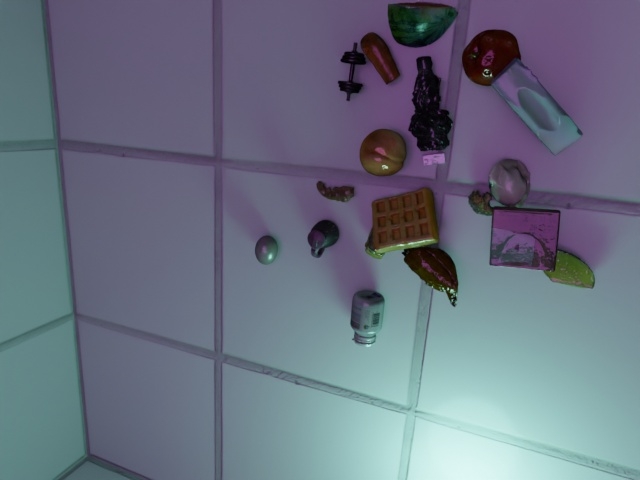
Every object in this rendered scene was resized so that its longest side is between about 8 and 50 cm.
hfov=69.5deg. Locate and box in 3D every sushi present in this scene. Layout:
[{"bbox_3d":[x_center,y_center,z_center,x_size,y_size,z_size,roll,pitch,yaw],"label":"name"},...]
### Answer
[{"bbox_3d":[0.447,0.110,1.776,0.287,0.149,0.140,41,149,9],"label":"sushi"}]

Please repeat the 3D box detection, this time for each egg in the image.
[{"bbox_3d":[-0.242,0.044,2.061,0.103,0.103,0.135,15,110,19],"label":"egg"}]

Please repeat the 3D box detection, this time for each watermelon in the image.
[{"bbox_3d":[0.349,-0.750,1.621,0.231,0.128,0.146,14,126,16],"label":"watermelon"}]

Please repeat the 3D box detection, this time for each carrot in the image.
[{"bbox_3d":[0.223,-0.673,1.696,0.087,0.087,0.193,-36,89,26],"label":"carrot"}]

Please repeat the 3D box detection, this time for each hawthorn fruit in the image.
[{"bbox_3d":[0.546,-0.602,1.513,0.179,0.201,0.179,6,97,58],"label":"hawthorn fruit"}]

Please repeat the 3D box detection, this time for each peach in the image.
[{"bbox_3d":[0.231,-0.327,1.732,0.184,0.184,0.184,6,106,21],"label":"peach"}]

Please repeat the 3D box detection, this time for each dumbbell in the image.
[{"bbox_3d":[0.118,-0.634,1.739,0.099,0.099,0.208,14,109,19],"label":"dumbbell"}]

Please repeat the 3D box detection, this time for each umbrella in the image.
[{"bbox_3d":[0.400,-0.488,1.650,0.154,0.128,0.336,8,103,23],"label":"umbrella"}]

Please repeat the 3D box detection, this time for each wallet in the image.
[{"bbox_3d":[0.428,-0.308,1.744,0.083,0.011,0.044,-5,102,23],"label":"wallet"}]

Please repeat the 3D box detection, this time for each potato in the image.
[{"bbox_3d":[0.877,0.101,1.640,0.198,0.054,0.119,24,111,14],"label":"potato"}]

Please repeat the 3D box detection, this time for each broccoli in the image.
[{"bbox_3d":[0.597,-0.136,1.686,0.092,0.095,0.097,-51,44,5],"label":"broccoli"}]

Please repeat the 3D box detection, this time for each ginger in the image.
[{"bbox_3d":[0.058,-0.199,1.905,0.174,0.051,0.069,12,104,18],"label":"ginger"}]

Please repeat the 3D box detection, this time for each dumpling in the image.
[{"bbox_3d":[0.675,-0.201,1.631,0.150,0.092,0.176,-42,83,15],"label":"dumpling"}]

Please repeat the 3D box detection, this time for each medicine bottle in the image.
[{"bbox_3d":[0.194,0.330,1.937,0.135,0.135,0.215,10,107,20],"label":"medicine bottle"}]

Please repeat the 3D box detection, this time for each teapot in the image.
[{"bbox_3d":[-0.006,-0.008,1.926,0.116,0.146,0.148,47,116,5],"label":"teapot"}]

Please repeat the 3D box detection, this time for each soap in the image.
[{"bbox_3d":[0.684,-0.425,1.469,0.324,0.193,0.109,44,116,-10],"label":"soap"}]

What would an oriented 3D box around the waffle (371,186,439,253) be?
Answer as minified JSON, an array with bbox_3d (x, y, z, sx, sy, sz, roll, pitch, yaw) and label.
[{"bbox_3d":[0.316,-0.074,1.760,0.248,0.055,0.221,-12,61,22],"label":"waffle"}]

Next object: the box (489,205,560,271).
[{"bbox_3d":[0.709,-0.012,1.608,0.215,0.086,0.215,5,106,26],"label":"box"}]

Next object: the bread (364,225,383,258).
[{"bbox_3d":[0.237,0.007,1.862,0.103,0.156,0.110,26,153,10],"label":"bread"}]
